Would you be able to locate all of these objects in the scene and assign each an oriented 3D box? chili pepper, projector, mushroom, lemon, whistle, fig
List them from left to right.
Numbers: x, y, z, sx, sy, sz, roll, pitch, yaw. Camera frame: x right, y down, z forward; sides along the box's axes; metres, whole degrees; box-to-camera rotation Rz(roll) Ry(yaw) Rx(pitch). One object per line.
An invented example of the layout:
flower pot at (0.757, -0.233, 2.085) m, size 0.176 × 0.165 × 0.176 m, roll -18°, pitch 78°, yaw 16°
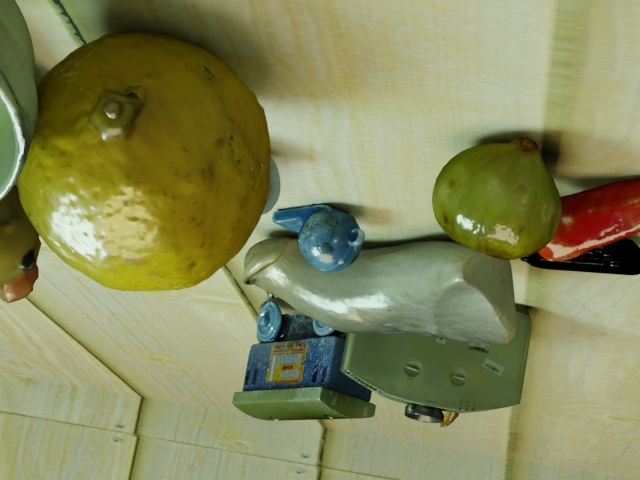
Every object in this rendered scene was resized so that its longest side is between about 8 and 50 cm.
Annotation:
lemon at (-0.173, -0.079, 1.403) m, size 0.253 × 0.254 × 0.310 m, roll 8°, pitch 162°, yaw 9°
whistle at (0.000, 0.000, 1.864) m, size 0.090 × 0.090 × 0.158 m, roll 24°, pitch 160°, yaw -39°
mushroom at (0.073, 0.058, 1.951) m, size 0.397 × 0.126 × 0.177 m, roll 0°, pitch 153°, yaw 37°
projector at (0.171, 0.173, 2.158) m, size 0.269 × 0.194 × 0.088 m, roll 12°, pitch 166°, yaw -2°
fig at (0.189, -0.039, 1.524) m, size 0.136 × 0.121 × 0.153 m, roll 13°, pitch 167°, yaw -24°
chili pepper at (0.304, -0.024, 1.567) m, size 0.272 × 0.071 × 0.063 m, roll -18°, pitch 148°, yaw 34°

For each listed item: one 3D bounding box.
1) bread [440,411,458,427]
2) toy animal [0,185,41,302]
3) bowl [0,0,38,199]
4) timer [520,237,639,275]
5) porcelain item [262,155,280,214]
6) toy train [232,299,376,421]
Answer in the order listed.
bread at (0.197, 0.190, 2.244) m, size 0.103 × 0.187 × 0.065 m, roll 25°, pitch 157°, yaw 1°
toy animal at (-0.400, -0.024, 1.710) m, size 0.169 × 0.195 × 0.281 m, roll 54°, pitch -177°, yaw -24°
bowl at (-0.386, -0.171, 1.274) m, size 0.307 × 0.163 × 0.307 m, roll 8°, pitch 142°, yaw 6°
timer at (0.297, -0.002, 1.721) m, size 0.144 × 0.055 × 0.187 m, roll 5°, pitch 168°, yaw 28°
porcelain item at (-0.161, -0.044, 1.746) m, size 0.141 × 0.141 × 0.259 m, roll 23°, pitch 152°, yaw -37°
toy train at (-0.013, 0.196, 2.349) m, size 0.131 × 0.202 × 0.299 m, roll 19°, pitch 162°, yaw -31°
